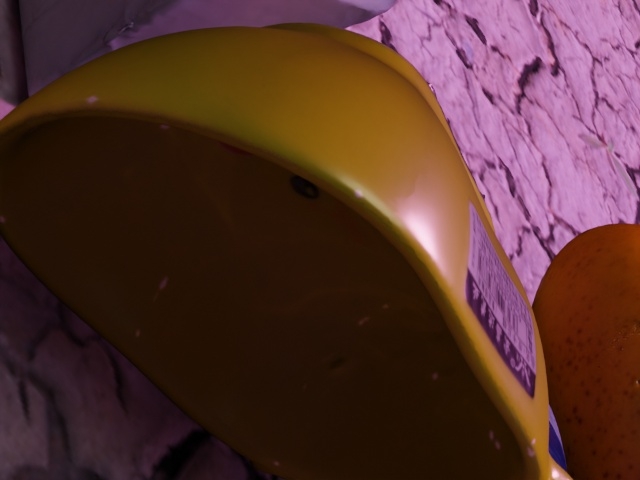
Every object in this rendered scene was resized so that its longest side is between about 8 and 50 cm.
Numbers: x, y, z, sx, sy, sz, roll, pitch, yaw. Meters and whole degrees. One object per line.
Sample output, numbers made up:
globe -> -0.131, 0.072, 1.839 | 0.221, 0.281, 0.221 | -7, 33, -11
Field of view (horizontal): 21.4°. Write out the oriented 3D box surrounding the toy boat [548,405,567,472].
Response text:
toy boat -> 0.068, 0.042, 0.906 | 0.291, 0.067, 0.220 | -104, 177, -54

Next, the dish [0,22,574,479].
dish -> 0.000, 0.000, 0.699 | 0.262, 0.221, 0.108 | 51, 55, -33

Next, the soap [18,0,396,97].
soap -> -0.069, -0.209, 0.817 | 0.095, 0.173, 0.289 | 22, 49, -47

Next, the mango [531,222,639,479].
mango -> 0.190, 0.113, 0.919 | 0.191, 0.160, 0.290 | 86, -9, -61
